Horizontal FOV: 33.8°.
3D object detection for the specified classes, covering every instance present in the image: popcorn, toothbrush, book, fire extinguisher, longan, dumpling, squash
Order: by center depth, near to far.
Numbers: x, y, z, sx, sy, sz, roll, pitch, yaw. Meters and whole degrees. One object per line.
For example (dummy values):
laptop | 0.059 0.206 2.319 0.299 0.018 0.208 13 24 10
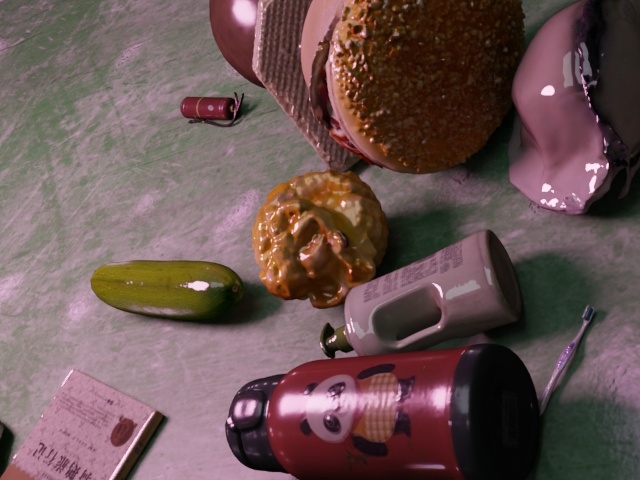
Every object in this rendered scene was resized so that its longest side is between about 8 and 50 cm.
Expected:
toothbrush | 0.251 0.124 1.084 0.011 0.013 0.131 13 69 50
dumpling | 0.281 -0.171 1.199 0.205 0.163 0.292 0 69 35
popcorn | 0.000 0.000 1.296 0.180 0.170 0.180 0 88 4
book | -0.357 0.332 1.404 0.217 0.021 0.310 15 67 45
squash | -0.210 0.067 1.458 0.293 0.082 0.082 0 57 41
longan | -0.041 -0.333 1.532 0.258 0.258 0.258 -22 45 24
fire extinguisher | -0.171 -0.211 1.691 0.132 0.039 0.056 9 96 43

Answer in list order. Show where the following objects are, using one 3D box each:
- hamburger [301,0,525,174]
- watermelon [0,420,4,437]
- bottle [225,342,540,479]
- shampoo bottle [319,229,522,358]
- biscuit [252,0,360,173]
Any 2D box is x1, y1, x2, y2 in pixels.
hamburger | 0.120 -0.227 1.281 0.302 0.302 0.170 -47 38 -3
watermelon | -0.593 0.337 1.462 0.193 0.310 0.231 -25 78 36
bottle | 0.049 0.192 1.100 0.336 0.144 0.144 -11 51 36
shampoo bottle | 0.103 0.080 1.185 0.234 0.087 0.118 -25 42 22
biscuit | 0.004 -0.226 1.403 0.150 0.252 0.052 -36 14 5
